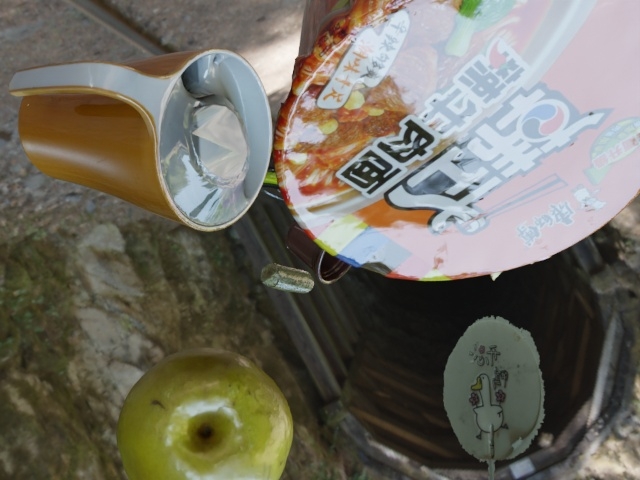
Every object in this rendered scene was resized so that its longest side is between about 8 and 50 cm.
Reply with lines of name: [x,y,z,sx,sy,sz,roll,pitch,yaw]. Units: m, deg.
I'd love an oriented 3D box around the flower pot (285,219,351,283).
flower pot: [0.000,0.000,1.045,0.111,0.089,0.111,-38,146,-32]

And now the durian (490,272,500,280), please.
durian: [0.287,-0.050,1.000,0.165,0.132,0.182,-46,170,-26]

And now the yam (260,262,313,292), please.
yam: [-0.056,0.065,1.137,0.043,0.043,0.094,-29,152,32]

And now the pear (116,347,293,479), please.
pear: [-0.100,0.167,0.580,0.149,0.148,0.162,-29,169,-21]

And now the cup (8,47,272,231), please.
cup: [-0.199,-0.121,0.702,0.264,0.182,0.226,10,168,29]

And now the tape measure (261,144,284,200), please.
tape measure: [-0.057,-0.144,1.436,0.186,0.112,0.199,12,169,14]

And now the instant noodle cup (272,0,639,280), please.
instant noodle cup: [0.088,-0.121,0.472,0.250,0.250,0.192,-29,-137,23]

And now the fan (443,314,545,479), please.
fan: [0.278,0.329,1.089,0.012,0.414,0.233,10,165,-28]
